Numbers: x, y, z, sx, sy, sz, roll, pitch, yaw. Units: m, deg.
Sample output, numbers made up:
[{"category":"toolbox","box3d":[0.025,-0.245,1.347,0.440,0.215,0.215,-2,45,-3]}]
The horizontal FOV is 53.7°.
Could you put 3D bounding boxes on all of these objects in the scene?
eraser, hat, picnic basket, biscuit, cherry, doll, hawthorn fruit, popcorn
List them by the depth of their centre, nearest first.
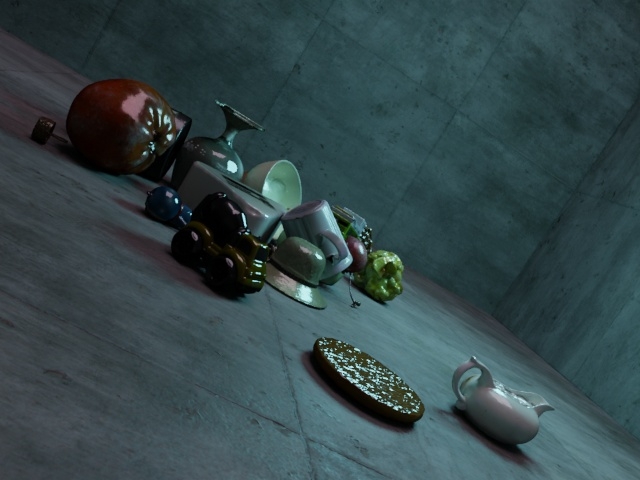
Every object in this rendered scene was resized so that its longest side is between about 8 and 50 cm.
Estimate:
[{"category":"biscuit","box3d":[0.094,0.280,1.270,0.262,0.037,0.262,31,7,-4]},{"category":"doll","box3d":[-0.375,-0.080,1.581,0.152,0.085,0.114,39,12,-41]},{"category":"picnic basket","box3d":[-0.685,-0.272,1.616,0.083,0.072,0.072,29,8,-17]},{"category":"hat","box3d":[-0.059,0.064,1.718,0.257,0.130,0.257,31,6,-4]},{"category":"hawthorn fruit","box3d":[-0.541,-0.315,1.728,0.284,0.284,0.284,31,7,-4]},{"category":"eraser","box3d":[-0.232,-0.079,1.885,0.331,0.150,0.331,33,6,-4]},{"category":"cherry","box3d":[0.103,0.096,1.984,0.090,0.225,0.107,-2,-5,3]},{"category":"popcorn","box3d":[0.225,0.126,2.308,0.167,0.185,0.187,7,28,-28]}]

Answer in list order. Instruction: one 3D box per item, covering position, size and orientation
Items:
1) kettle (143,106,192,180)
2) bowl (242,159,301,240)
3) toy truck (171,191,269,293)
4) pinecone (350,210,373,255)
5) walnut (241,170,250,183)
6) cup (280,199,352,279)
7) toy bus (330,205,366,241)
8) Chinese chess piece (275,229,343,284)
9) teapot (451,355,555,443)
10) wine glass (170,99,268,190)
[{"category":"kettle","box3d":[-0.607,-0.349,2.007,0.324,0.228,0.321,28,-19,-9]},{"category":"bowl","box3d":[-0.188,-0.143,2.163,0.145,0.277,0.277,10,-3,27]},{"category":"toy truck","box3d":[-0.199,0.007,1.375,0.224,0.165,0.147,36,8,29]},{"category":"pinecone","box3d":[0.077,-0.007,2.443,0.224,0.224,0.272,28,-6,-25]},{"category":"walnut","box3d":[-0.265,-0.174,2.321,0.144,0.180,0.144,13,-34,9]},{"category":"cup","box3d":[0.005,-0.006,1.849,0.167,0.221,0.202,-43,116,-50]},{"category":"toy bus","box3d":[0.076,-0.042,2.172,0.113,0.139,0.301,32,-1,11]},{"category":"Chinese chess piece","box3d":[-0.028,0.045,2.093,0.250,0.101,0.250,32,7,-4]},{"category":"teapot","box3d":[0.427,0.391,1.523,0.298,0.139,0.204,29,10,-26]},{"category":"wine glass","box3d":[-0.336,-0.276,2.072,0.238,0.323,0.238,33,8,-5]}]
